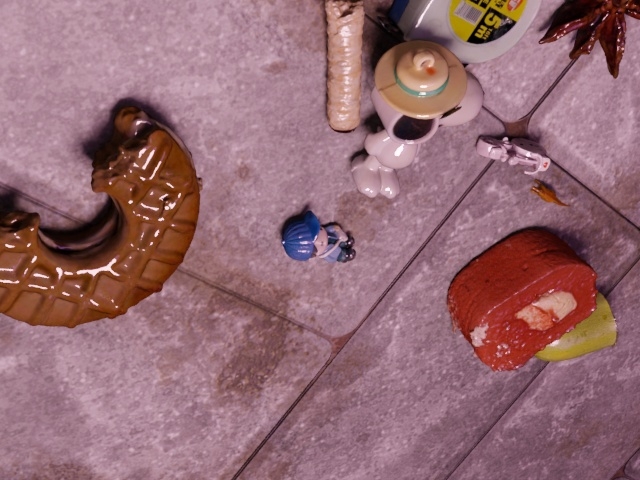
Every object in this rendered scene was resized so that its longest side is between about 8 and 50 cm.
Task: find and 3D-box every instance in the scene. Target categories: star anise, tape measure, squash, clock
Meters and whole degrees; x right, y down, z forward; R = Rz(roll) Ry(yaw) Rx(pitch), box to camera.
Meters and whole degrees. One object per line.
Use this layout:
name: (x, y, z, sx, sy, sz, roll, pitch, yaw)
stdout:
star anise: (0.469, -0.394, 1.617, 0.288, 0.088, 0.288, -13, 128, -18)
tape measure: (0.257, -0.426, 1.466, 0.215, 0.098, 0.351, 17, 120, -33)
squash: (0.496, 0.186, 2.003, 0.186, 0.123, 0.123, -19, 128, -11)
clock: (0.333, -0.151, 1.714, 0.129, 0.087, 0.041, 5, 119, -21)

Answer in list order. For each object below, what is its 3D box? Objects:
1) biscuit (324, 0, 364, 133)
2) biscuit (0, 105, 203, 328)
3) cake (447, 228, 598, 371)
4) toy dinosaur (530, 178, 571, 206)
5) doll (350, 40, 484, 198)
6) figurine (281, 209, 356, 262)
biscuit: (0.034, -0.262, 1.500, 0.061, 0.055, 0.219, -6, 124, -11)
biscuit: (-0.333, -0.012, 1.442, 0.366, 0.115, 0.268, -29, 130, -5)
cake: (0.375, 0.107, 1.863, 0.283, 0.151, 0.177, -35, 134, 4)
toy dinosaur: (0.419, -0.084, 1.830, 0.113, 0.041, 0.026, 22, 105, -41)
doll: (0.125, -0.172, 1.509, 0.208, 0.144, 0.271, 11, 137, -47)
figurine: (-0.007, 0.003, 1.659, 0.079, 0.077, 0.136, -19, 155, 29)
